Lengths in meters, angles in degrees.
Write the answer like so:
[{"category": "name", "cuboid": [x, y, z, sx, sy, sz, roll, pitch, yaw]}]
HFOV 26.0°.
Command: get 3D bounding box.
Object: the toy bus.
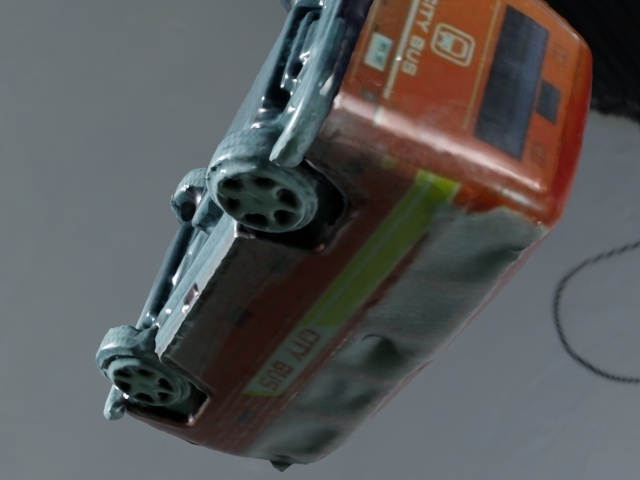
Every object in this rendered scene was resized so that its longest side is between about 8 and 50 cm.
[{"category": "toy bus", "cuboid": [0.000, 0.000, 0.543, 0.265, 0.120, 0.121, -54, 15, 52]}]
